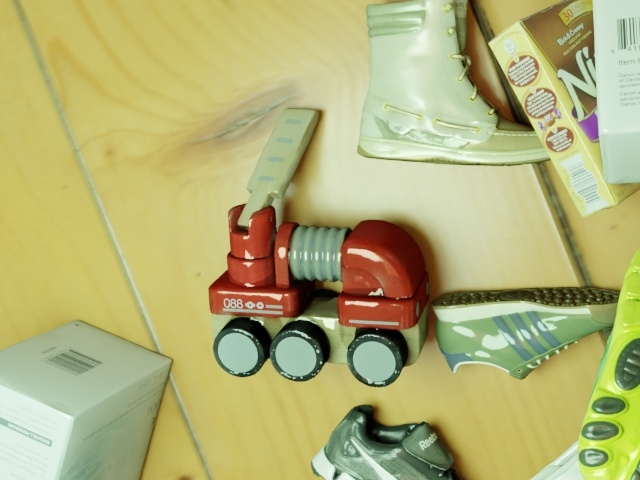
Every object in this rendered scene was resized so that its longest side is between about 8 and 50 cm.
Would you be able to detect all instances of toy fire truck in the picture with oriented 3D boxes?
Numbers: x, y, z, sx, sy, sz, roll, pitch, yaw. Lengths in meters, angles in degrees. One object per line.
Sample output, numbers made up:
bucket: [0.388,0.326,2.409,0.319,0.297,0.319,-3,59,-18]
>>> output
toy fire truck: [0.000,0.000,0.981,0.216,0.158,0.247,2,109,17]

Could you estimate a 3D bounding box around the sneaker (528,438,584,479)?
sneaker: [0.254,0.319,0.965,0.169,0.108,0.293,34,96,11]

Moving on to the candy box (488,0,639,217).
candy box: [0.248,-0.129,0.893,0.187,0.109,0.053,61,150,1]

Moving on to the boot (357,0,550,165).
boot: [0.143,-0.157,0.941,0.213,0.077,0.165,4,96,16]

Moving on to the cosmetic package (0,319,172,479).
cosmetic package: [-0.289,0.233,1.043,0.138,0.224,0.225,21,103,13]

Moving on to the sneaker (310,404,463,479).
sneaker: [0.109,0.249,1.005,0.234,0.078,0.106,27,107,13]

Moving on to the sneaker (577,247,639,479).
sneaker: [0.312,0.103,0.895,0.109,0.123,0.296,26,78,18]

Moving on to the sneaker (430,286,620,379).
sneaker: [0.210,0.096,0.966,0.192,0.064,0.086,-3,104,17]

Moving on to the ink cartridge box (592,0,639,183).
ink cartridge box: [0.330,-0.198,0.805,0.196,0.114,0.273,-2,71,17]
